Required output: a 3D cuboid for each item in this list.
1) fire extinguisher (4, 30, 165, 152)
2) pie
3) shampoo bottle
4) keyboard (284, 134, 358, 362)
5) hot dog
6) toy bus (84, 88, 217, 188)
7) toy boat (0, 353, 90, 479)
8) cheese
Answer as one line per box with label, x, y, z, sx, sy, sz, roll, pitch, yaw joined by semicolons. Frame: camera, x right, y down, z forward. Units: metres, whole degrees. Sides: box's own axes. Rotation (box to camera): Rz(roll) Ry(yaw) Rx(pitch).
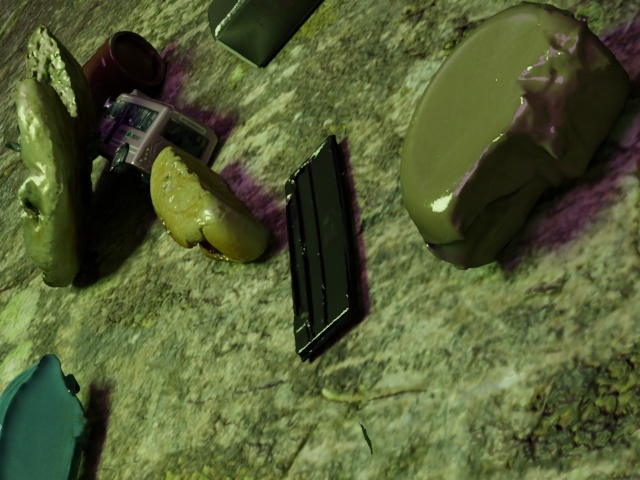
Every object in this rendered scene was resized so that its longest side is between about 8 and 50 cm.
fire extinguisher;-0.341;-0.189;1.823;0.269;0.105;0.105;-36;36;36
pie;-0.331;-0.100;1.617;0.337;0.075;0.337;177;90;-88
shampoo bottle;-0.027;-0.318;1.474;0.246;0.080;0.079;-47;32;22
keyboard;0.000;0.000;1.190;0.087;0.017;0.250;-44;31;28
hot dog;-0.126;-0.030;1.351;0.073;0.084;0.242;-59;28;8
toy bus;-0.208;-0.120;1.553;0.108;0.096;0.199;-61;29;-2
toy boat;-0.309;0.231;1.381;0.098;0.109;0.238;116;159;-51
cheese;0.136;-0.076;0.971;0.202;0.091;0.175;-60;29;2
